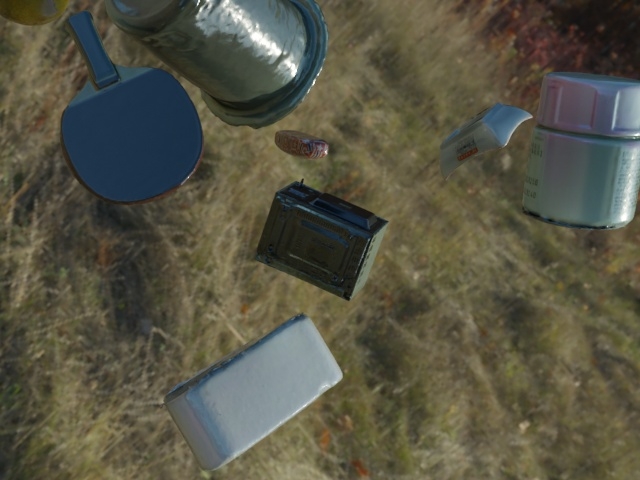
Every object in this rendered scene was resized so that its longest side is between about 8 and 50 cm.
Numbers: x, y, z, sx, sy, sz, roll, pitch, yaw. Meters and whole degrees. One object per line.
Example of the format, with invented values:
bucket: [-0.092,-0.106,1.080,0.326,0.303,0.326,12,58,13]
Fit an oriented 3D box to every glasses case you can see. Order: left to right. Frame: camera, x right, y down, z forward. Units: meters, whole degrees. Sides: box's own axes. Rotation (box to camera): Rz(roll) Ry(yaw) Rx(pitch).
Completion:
glasses case: [-0.047,-0.208,1.964,0.073,0.049,0.194,-1,14,-23]

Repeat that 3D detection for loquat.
loquat: [-0.525,-0.461,1.615,0.152,0.152,0.195,49,-17,5]

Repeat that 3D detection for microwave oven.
microwave oven: [0.000,0.000,1.686,0.205,0.163,0.129,23,22,12]

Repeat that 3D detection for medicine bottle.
medicine bottle: [0.312,-0.108,1.051,0.135,0.169,0.135,4,16,-1]

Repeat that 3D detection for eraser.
eraser: [-0.118,0.261,1.588,0.150,0.331,0.331,57,19,1]

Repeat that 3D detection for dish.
dish: [0.355,-0.234,2.016,0.077,0.212,0.151,52,52,-6]

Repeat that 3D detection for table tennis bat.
table tennis bat: [-0.257,-0.173,1.125,0.301,0.173,0.022,60,-9,24]

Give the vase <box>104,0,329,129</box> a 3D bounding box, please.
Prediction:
vase: [-0.154,-0.330,1.306,0.245,0.245,0.291,58,14,29]
